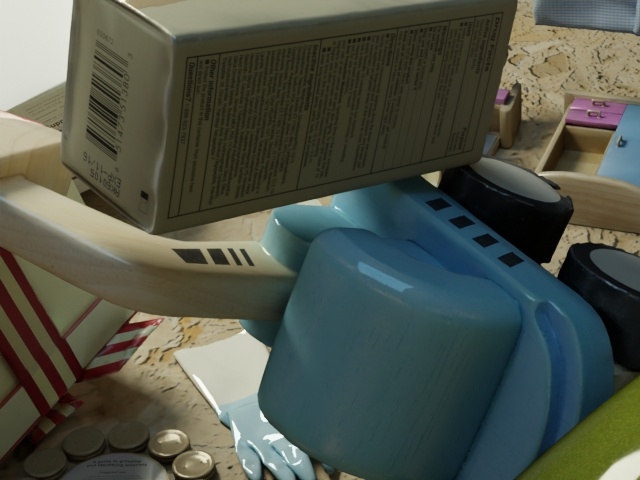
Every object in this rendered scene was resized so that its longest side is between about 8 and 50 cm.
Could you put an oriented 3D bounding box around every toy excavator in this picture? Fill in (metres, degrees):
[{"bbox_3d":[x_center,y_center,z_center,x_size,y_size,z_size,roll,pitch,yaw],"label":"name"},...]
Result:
[{"bbox_3d":[-0.014,0.039,1.123,0.445,0.222,0.433,3,28,-42],"label":"toy excavator"}]

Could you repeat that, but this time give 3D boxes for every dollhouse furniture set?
[{"bbox_3d":[0.248,-0.200,1.559,0.286,0.303,0.198,9,35,20],"label":"dollhouse furniture set"}]

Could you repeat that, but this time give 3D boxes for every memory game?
[{"bbox_3d":[-0.173,0.211,1.257,0.186,0.012,0.186,-4,33,3],"label":"memory game"}]

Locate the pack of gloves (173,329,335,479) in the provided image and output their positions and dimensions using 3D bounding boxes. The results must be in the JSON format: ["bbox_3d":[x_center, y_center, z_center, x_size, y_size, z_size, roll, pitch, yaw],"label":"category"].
[{"bbox_3d":[-0.003,0.119,1.344,0.195,0.046,0.232,-16,35,-17],"label":"pack of gloves"}]

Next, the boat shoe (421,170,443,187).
[{"bbox_3d":[0.070,-0.115,1.613,0.110,0.121,0.341,2,35,2],"label":"boat shoe"}]

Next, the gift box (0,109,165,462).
[{"bbox_3d":[-0.309,0.030,1.319,0.255,0.258,0.276,23,57,38],"label":"gift box"}]

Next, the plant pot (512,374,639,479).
[{"bbox_3d":[0.208,0.253,0.881,0.353,0.366,0.366,-27,38,-11],"label":"plant pot"}]

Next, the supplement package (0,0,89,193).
[{"bbox_3d":[-0.277,-0.194,1.637,0.204,0.145,0.262,-23,47,20],"label":"supplement package"}]

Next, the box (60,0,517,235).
[{"bbox_3d":[-0.017,-0.116,1.089,0.311,0.148,0.121,-13,35,-39],"label":"box"}]

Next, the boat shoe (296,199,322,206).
[{"bbox_3d":[0.000,0.000,1.530,0.046,0.038,0.125,-40,33,4],"label":"boat shoe"}]
